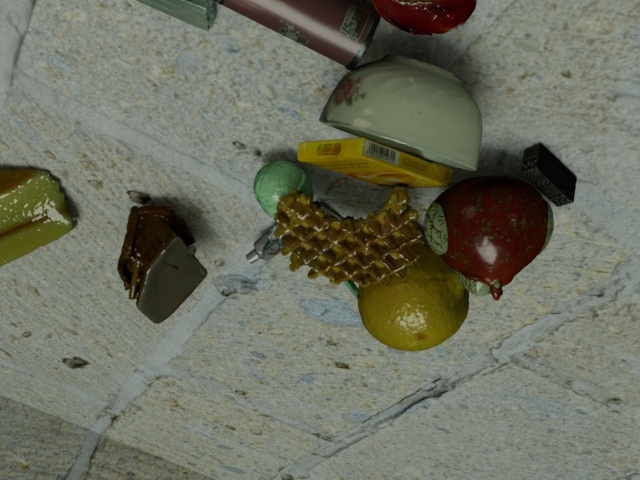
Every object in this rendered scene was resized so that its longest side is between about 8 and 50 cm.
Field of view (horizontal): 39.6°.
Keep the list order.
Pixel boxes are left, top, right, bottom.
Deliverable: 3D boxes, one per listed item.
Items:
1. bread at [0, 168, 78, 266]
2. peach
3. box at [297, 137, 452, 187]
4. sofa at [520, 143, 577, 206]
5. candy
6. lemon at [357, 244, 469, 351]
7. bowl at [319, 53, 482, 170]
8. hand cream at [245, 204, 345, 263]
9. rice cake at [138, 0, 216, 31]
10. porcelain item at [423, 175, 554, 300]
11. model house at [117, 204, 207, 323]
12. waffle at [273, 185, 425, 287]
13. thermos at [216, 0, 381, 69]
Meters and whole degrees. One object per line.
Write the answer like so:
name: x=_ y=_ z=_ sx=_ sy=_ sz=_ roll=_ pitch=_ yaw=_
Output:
bread: x=-0.774 y=-0.089 z=2.136 sx=0.362 sy=0.245 sz=0.233 roll=-21 pitch=138 yaw=-1
peach: x=0.152 y=-0.361 z=1.327 sx=0.172 sy=0.092 sz=0.127 roll=2 pitch=167 yaw=-21
box: x=0.103 y=-0.136 z=1.614 sx=0.152 sy=0.043 sz=0.269 roll=3 pitch=173 yaw=43
sofa: x=0.418 y=-0.119 z=1.626 sx=0.118 sy=0.060 sz=0.039 roll=36 pitch=146 yaw=-29
candy: x=0.000 y=0.000 z=1.884 sx=0.119 sy=0.119 sz=0.440 roll=-10 pitch=134 yaw=31
lemon: x=0.199 y=0.122 z=1.892 sx=0.228 sy=0.228 sz=0.253 roll=37 pitch=154 yaw=-28
bowl: x=0.148 y=-0.219 z=1.474 sx=0.277 sy=0.145 sz=0.277 roll=20 pitch=-175 yaw=-2
hand cream: x=-0.064 y=-0.011 z=1.970 sx=0.257 sy=0.050 sz=0.084 roll=-29 pitch=129 yaw=30
rice cake: x=-0.276 y=-0.416 z=1.465 sx=0.211 sy=0.038 sz=0.124 roll=21 pitch=173 yaw=-3
porcelain item: x=0.315 y=0.003 z=1.657 sx=0.253 sy=0.253 sz=0.253 roll=10 pitch=145 yaw=7
model house: x=-0.388 y=0.032 z=2.041 sx=0.229 sy=0.219 sz=0.199 roll=47 pitch=178 yaw=39
waffle: x=0.059 y=-0.007 z=1.743 sx=0.293 sy=0.069 sz=0.259 roll=3 pitch=136 yaw=11
thermos: x=-0.074 y=-0.396 z=1.407 sx=0.330 sy=0.136 sz=0.109 roll=24 pitch=116 yaw=-13
